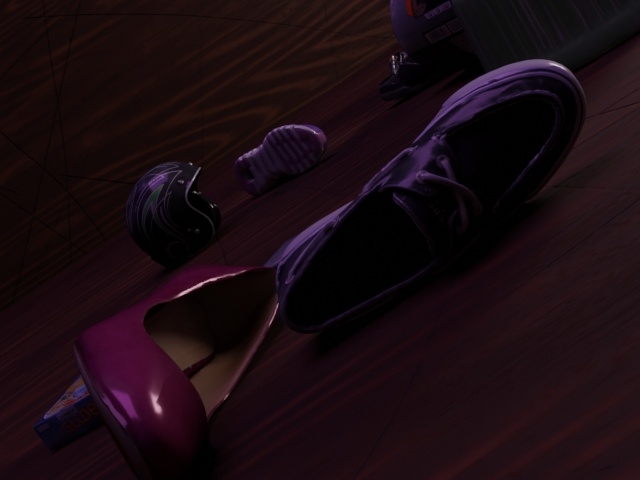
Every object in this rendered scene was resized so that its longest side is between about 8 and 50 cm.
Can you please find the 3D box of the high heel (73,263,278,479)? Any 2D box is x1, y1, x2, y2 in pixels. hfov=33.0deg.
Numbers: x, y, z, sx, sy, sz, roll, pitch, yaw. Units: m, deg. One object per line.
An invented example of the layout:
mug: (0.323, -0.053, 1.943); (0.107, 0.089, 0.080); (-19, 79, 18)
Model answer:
high heel: (-0.094, 0.082, 0.884); (0.181, 0.127, 0.377); (-27, 14, -6)

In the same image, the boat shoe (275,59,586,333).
boat shoe: (0.086, -0.030, 0.858); (0.301, 0.108, 0.102); (-35, 10, 9)

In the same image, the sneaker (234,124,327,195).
sneaker: (-0.060, -0.166, 2.025); (0.104, 0.095, 0.236); (-33, 6, -40)

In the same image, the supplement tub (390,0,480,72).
supplement tub: (0.270, -0.400, 1.722); (0.207, 0.207, 0.338); (-38, 11, -23)

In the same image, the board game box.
board game box: (-0.198, 0.140, 1.161); (0.201, 0.035, 0.136); (-30, 11, 20)

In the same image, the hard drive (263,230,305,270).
hard drive: (0.000, 0.000, 1.226); (0.135, 0.022, 0.094); (-28, 12, 31)

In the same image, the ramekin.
ramekin: (0.315, -0.323, 1.380); (0.303, 0.148, 0.303); (-33, 10, 7)

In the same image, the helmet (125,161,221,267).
helmet: (-0.260, -0.052, 1.896); (0.169, 0.161, 0.169); (-33, 10, 7)

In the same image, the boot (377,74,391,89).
boot: (0.171, -0.332, 2.194); (0.121, 0.045, 0.099); (-34, 7, 6)

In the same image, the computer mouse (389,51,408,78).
computer mouse: (0.221, -0.352, 2.085); (0.193, 0.042, 0.106); (-22, 46, 24)

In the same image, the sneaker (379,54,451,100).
sneaker: (0.183, -0.349, 1.990); (0.227, 0.130, 0.087); (-29, 9, 39)
